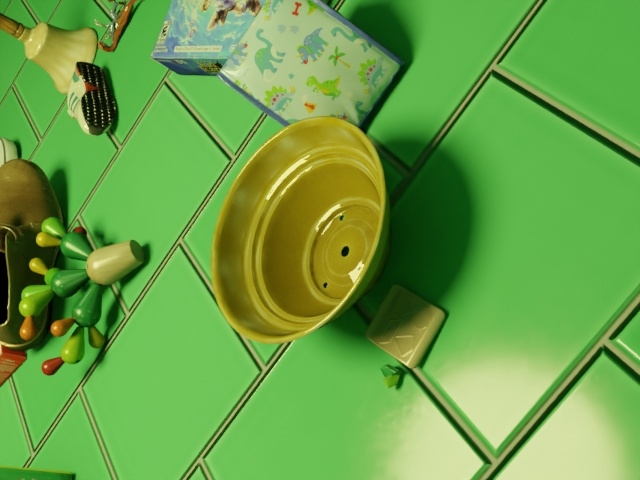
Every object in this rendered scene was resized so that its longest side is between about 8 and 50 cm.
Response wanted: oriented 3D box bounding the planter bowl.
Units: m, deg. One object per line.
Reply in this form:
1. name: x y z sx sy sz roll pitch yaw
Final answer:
1. planter bowl: 0.000 0.000 0.714 0.217 0.090 0.217 -19 60 37

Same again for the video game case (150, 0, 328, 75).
1. video game case: -0.090 -0.333 0.962 0.269 0.061 0.244 15 82 46

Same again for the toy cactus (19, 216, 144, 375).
1. toy cactus: -0.313 0.057 1.002 0.180 0.112 0.219 -24 53 13

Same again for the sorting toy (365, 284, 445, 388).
1. sorting toy: 0.069 0.087 0.668 0.062 0.012 0.083 30 91 41

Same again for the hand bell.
1. hand bell: -0.504 -0.348 1.232 0.126 0.242 0.126 -18 62 37

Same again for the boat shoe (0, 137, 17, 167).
1. boat shoe: -0.611 -0.065 1.325 0.096 0.088 0.268 0 73 44

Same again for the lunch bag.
1. lunch bag: -0.006 -0.176 0.789 0.151 0.096 0.129 37 102 11

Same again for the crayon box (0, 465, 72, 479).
1. crayon box: -0.537 0.341 0.886 0.313 0.362 0.106 -27 56 34

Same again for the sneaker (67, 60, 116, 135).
1. sneaker: -0.365 -0.207 1.185 0.075 0.057 0.161 -54 44 37

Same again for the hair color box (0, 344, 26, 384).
1. hair color box: -0.510 0.188 1.155 0.141 0.043 0.072 -41 49 22

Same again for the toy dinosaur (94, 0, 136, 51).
1. toy dinosaur: -0.333 -0.348 1.216 0.090 0.047 0.082 -2 90 32

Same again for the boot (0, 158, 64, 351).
1. boot: -0.446 -0.001 1.098 0.112 0.115 0.306 -9 66 -2
